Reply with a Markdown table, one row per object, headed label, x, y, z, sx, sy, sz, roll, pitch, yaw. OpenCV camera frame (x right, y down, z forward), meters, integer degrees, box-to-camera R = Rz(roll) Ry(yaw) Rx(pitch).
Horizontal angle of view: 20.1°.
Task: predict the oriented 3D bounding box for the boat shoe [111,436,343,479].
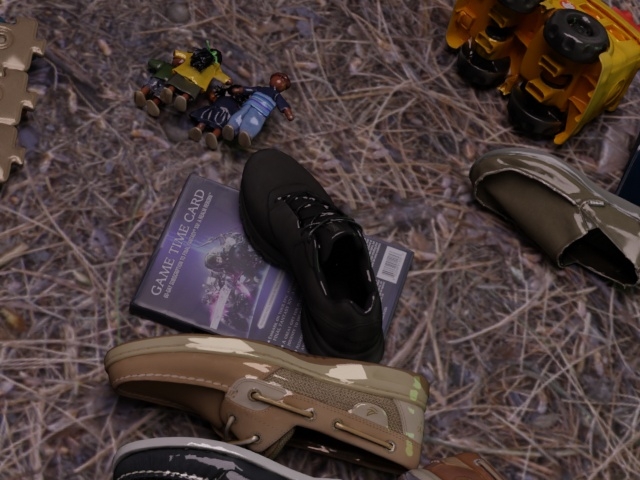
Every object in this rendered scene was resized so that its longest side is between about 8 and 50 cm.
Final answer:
| label | x | y | z | sx | sy | sz | roll | pitch | yaw |
| --- | --- | --- | --- | --- | --- | --- | --- | --- | --- |
| boat shoe | -0.064 | 0.275 | 1.784 | 0.302 | 0.114 | 0.091 | 11 | 48 | -2 |

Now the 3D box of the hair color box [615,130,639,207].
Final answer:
| label | x | y | z | sx | sy | sz | roll | pitch | yaw |
| --- | --- | --- | --- | --- | --- | --- | --- | --- | --- |
| hair color box | 0.501 | -0.168 | 2.217 | 0.174 | 0.105 | 0.347 | 24 | 54 | 6 |

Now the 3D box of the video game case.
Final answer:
| label | x | y | z | sx | sy | sz | roll | pitch | yaw |
| --- | --- | --- | --- | --- | --- | --- | --- | --- | --- |
| video game case | -0.051 | 0.045 | 2.005 | 0.274 | 0.026 | 0.196 | 19 | 54 | 3 |

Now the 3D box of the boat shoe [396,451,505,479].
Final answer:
| label | x | y | z | sx | sy | sz | roll | pitch | yaw |
| --- | --- | --- | --- | --- | --- | --- | --- | --- | --- |
| boat shoe | 0.212 | 0.334 | 1.796 | 0.116 | 0.123 | 0.324 | -29 | 67 | -30 |

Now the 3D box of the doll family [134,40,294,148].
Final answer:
| label | x | y | z | sx | sy | sz | roll | pitch | yaw |
| --- | --- | --- | --- | --- | --- | --- | --- | --- | --- |
| doll family | -0.120 | -0.176 | 2.122 | 0.193 | 0.076 | 0.111 | 33 | 51 | 6 |

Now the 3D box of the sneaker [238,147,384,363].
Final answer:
| label | x | y | z | sx | sy | sz | roll | pitch | yaw |
| --- | --- | --- | --- | --- | --- | --- | --- | --- | --- |
| sneaker | 0.000 | 0.000 | 1.953 | 0.109 | 0.130 | 0.286 | -20 | 60 | -21 |

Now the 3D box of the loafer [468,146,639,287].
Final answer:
| label | x | y | z | sx | sy | sz | roll | pitch | yaw |
| --- | --- | --- | --- | --- | --- | --- | --- | --- | --- |
| loafer | 0.284 | -0.025 | 2.078 | 0.251 | 0.094 | 0.087 | 24 | 50 | 6 |

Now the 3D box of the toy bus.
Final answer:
| label | x | y | z | sx | sy | sz | roll | pitch | yaw |
| --- | --- | --- | --- | --- | --- | --- | --- | --- | --- |
| toy bus | 0.299 | -0.252 | 2.224 | 0.211 | 0.149 | 0.220 | -26 | 60 | -41 |

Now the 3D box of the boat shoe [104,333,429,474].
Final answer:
| label | x | y | z | sx | sy | sz | roll | pitch | yaw |
| --- | --- | --- | --- | --- | --- | --- | --- | --- | --- |
| boat shoe | -0.057 | 0.172 | 1.853 | 0.341 | 0.121 | 0.110 | 8 | 71 | -5 |

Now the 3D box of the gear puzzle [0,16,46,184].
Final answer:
| label | x | y | z | sx | sy | sz | roll | pitch | yaw |
| --- | --- | --- | --- | --- | --- | --- | --- | --- | --- |
| gear puzzle | -0.419 | -0.124 | 2.046 | 0.175 | 0.044 | 0.339 | 9 | 57 | -7 |
